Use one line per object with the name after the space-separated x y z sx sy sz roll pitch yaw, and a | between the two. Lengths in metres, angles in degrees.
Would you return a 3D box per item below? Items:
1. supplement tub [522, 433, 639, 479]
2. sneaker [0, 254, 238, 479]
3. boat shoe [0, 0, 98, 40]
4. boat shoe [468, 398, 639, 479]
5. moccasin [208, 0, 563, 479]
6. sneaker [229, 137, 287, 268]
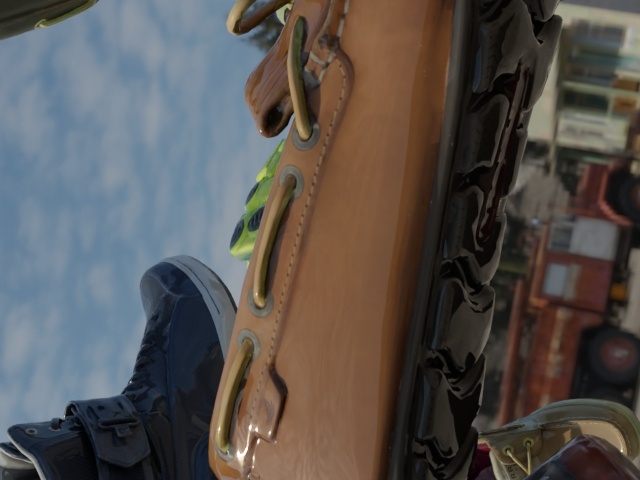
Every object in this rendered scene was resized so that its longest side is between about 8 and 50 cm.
0.062 0.172 0.436 0.198 0.106 0.106 -42 -15 0 | supplement tub
-0.123 0.095 0.716 0.226 0.163 0.086 -119 31 -45 | sneaker
-0.297 -0.179 0.877 0.305 0.109 0.091 -24 -35 -22 | boat shoe
0.105 0.120 0.624 0.045 0.135 0.050 -28 -86 -56 | boat shoe
0.021 -0.061 0.525 0.139 0.147 0.380 -16 -63 -62 | moccasin
0.000 0.000 0.977 0.295 0.123 0.109 77 -144 -78 | sneaker
